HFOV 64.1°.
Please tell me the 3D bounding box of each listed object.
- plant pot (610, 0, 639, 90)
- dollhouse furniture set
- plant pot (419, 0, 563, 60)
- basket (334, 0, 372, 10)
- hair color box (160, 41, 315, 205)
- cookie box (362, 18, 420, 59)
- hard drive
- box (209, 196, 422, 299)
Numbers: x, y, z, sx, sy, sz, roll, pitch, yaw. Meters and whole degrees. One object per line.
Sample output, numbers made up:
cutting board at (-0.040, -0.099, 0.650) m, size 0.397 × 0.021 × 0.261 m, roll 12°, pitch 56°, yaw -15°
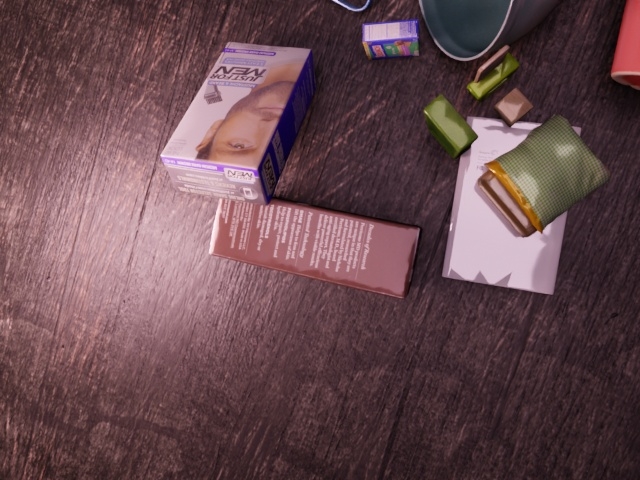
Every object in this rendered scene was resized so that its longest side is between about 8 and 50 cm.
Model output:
plant pot at (0.627, -0.368, 0.836) m, size 0.275 × 0.275 × 0.243 m, roll 20°, pitch 106°, yaw 11°
dollhouse furniture set at (0.355, -0.168, 0.902) m, size 0.197 × 0.151 × 0.301 m, roll -40°, pitch 83°, yaw 10°
plant pot at (0.326, -0.486, 0.899) m, size 0.196 × 0.293 × 0.293 m, roll -16°, pitch 88°, yaw -15°
basket at (0.028, -0.631, 0.995) m, size 0.254 × 0.201 × 0.289 m, roll 29°, pitch 125°, yaw 8°
hair color box at (-0.142, -0.237, 0.985) m, size 0.185 × 0.110 × 0.339 m, roll 9°, pitch 58°, yaw 12°
cookie box at (0.142, -0.398, 1.016) m, size 0.107 × 0.092 × 0.040 m, roll 0°, pitch 88°, yaw 13°
hard drive at (0.368, -0.070, 1.000) m, size 0.210 × 0.040 × 0.319 m, roll 9°, pitch 93°, yaw 12°
box at (0.000, 0.000, 1.007) m, size 0.381 × 0.191 × 0.143 m, roll 14°, pitch 94°, yaw 11°
